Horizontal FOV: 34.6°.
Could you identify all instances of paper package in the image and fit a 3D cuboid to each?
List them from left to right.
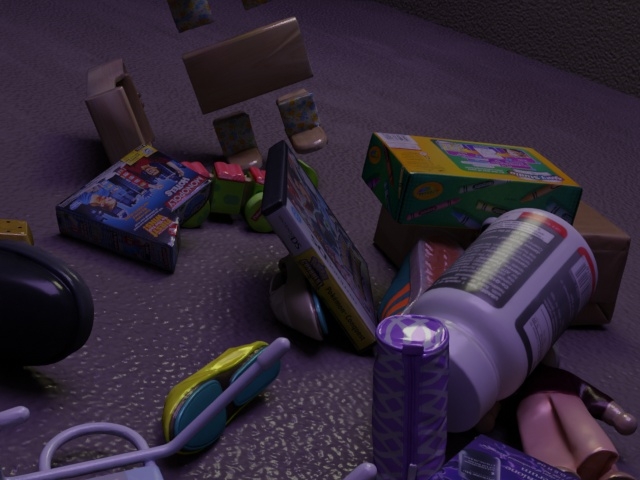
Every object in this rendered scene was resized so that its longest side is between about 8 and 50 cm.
[{"bbox_3d":[0.287,-0.002,1.676,0.309,0.168,0.325,2,24,-23],"label":"paper package"}]

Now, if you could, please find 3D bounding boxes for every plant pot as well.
[{"bbox_3d":[-0.421,0.017,1.378,0.081,0.083,0.081,4,23,-18],"label":"plant pot"}]

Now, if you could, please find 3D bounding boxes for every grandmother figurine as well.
[{"bbox_3d":[0.290,0.209,1.273,0.208,0.104,0.342,14,24,-12],"label":"grandmother figurine"}]

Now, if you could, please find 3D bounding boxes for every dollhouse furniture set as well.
[{"bbox_3d":[-0.207,-0.276,1.856,0.394,0.362,0.256,-20,26,-3],"label":"dollhouse furniture set"}]

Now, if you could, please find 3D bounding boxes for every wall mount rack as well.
[{"bbox_3d":[-0.133,0.223,0.930,0.304,0.130,0.350,-10,32,-21],"label":"wall mount rack"}]

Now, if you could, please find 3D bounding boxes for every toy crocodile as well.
[{"bbox_3d":[-0.168,-0.087,1.724,0.340,0.105,0.115,3,24,-21],"label":"toy crocodile"}]

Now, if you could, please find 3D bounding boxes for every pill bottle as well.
[{"bbox_3d":[0.208,0.095,1.265,0.161,0.161,0.283,25,46,29],"label":"pill bottle"}]

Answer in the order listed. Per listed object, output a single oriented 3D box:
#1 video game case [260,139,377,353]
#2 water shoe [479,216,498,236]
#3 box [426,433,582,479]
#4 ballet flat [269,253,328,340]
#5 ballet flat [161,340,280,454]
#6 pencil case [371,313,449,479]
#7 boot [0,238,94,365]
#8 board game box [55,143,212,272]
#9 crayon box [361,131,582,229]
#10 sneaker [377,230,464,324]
[{"bbox_3d":[0.000,0.000,1.478,0.035,0.248,0.275,-31,19,11],"label":"video game case"},{"bbox_3d":[0.243,0.071,1.436,0.073,0.203,0.080,10,24,42],"label":"water shoe"},{"bbox_3d":[0.173,0.286,0.975,0.153,0.108,0.207,22,14,22],"label":"box"},{"bbox_3d":[-0.034,0.078,1.458,0.086,0.086,0.248,10,21,-4],"label":"ballet flat"},{"bbox_3d":[-0.129,0.178,1.177,0.077,0.077,0.231,-1,17,28],"label":"ballet flat"},{"bbox_3d":[0.096,0.182,1.109,0.086,0.206,0.088,3,23,13],"label":"pencil case"},{"bbox_3d":[-0.504,0.106,1.036,0.367,0.146,0.445,10,17,22],"label":"boot"},{"bbox_3d":[-0.262,-0.041,1.564,0.194,0.060,0.194,30,51,23],"label":"board game box"},{"bbox_3d":[0.220,-0.084,1.513,0.278,0.081,0.165,4,24,-19],"label":"crayon box"},{"bbox_3d":[0.134,0.124,1.407,0.108,0.121,0.302,26,42,-7],"label":"sneaker"}]
